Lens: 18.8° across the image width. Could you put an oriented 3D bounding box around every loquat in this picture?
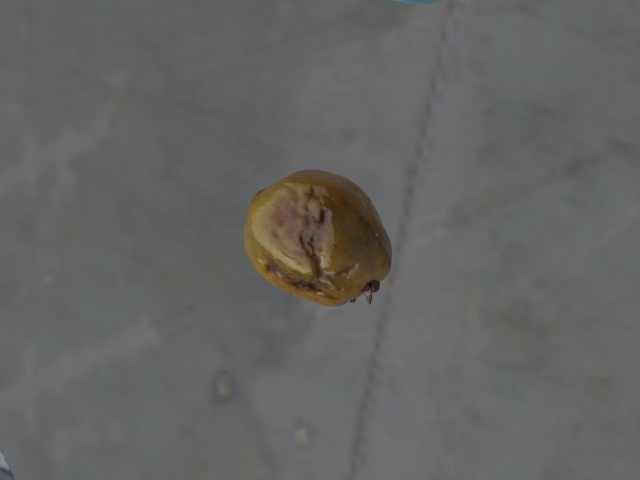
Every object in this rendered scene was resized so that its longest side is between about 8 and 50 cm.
[{"bbox_3d":[0.000,0.000,1.686,0.113,0.137,0.137,-51,55,6],"label":"loquat"}]

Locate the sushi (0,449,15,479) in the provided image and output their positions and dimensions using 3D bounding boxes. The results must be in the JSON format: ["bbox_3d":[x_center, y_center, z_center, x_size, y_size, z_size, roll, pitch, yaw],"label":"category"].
[{"bbox_3d":[-0.320,0.146,1.197,0.231,0.047,0.220,-36,75,15],"label":"sushi"}]

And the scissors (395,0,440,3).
[{"bbox_3d":[0.164,-0.262,1.414,0.192,0.447,0.029,59,142,27],"label":"scissors"}]
